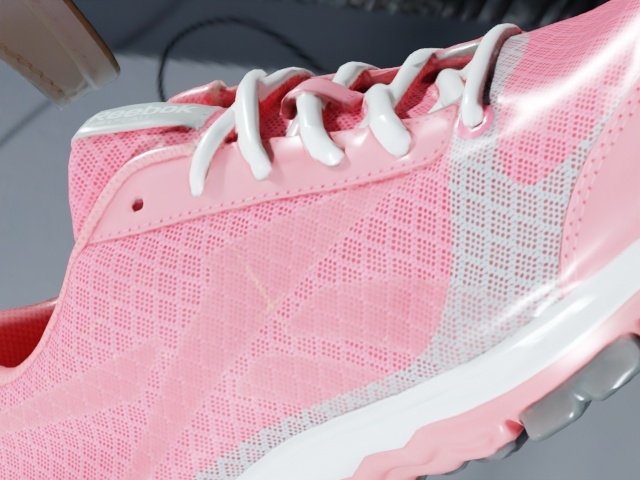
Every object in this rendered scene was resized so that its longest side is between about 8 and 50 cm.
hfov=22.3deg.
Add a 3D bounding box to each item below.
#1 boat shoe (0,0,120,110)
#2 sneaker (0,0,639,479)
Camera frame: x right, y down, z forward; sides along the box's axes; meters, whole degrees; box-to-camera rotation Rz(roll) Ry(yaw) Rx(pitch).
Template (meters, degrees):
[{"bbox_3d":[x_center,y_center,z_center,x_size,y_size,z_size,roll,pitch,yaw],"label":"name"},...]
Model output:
[{"bbox_3d":[-0.210,-0.127,0.661,0.277,0.098,0.096,37,84,-21],"label":"boat shoe"},{"bbox_3d":[0.000,0.000,0.435,0.136,0.314,0.116,45,28,-5],"label":"sneaker"}]
